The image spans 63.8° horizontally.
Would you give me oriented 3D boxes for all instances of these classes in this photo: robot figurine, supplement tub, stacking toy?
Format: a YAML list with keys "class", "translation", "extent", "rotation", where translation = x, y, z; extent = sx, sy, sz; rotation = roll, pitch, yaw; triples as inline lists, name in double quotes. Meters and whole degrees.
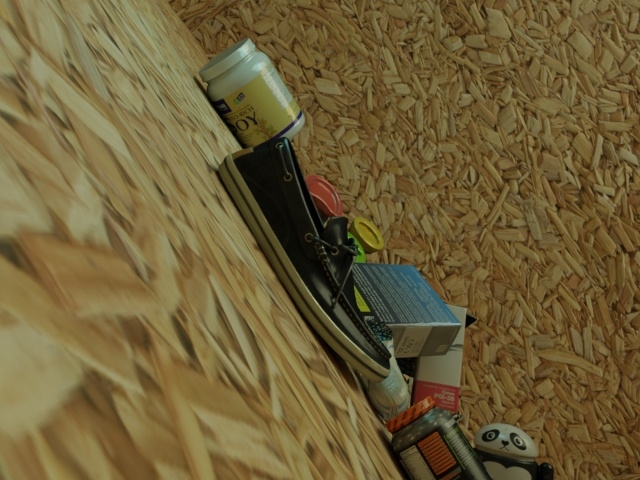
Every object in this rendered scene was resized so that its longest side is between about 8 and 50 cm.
- class: "robot figurine"
  translation: [0.487, 0.637, 1.380]
  extent: [0.209, 0.277, 0.174]
  rotation: [16, -15, -21]
- class: "supplement tub"
  translation: [-0.231, -0.481, 1.742]
  extent: [0.331, 0.241, 0.241]
  rotation: [54, 4, -28]
- class: "stacking toy"
  translation: [0.014, -0.021, 1.474]
  extent: [0.309, 0.130, 0.279]
  rotation: [45, 30, -5]
- class: "supplement tub"
  translation: [0.194, 0.359, 0.834]
  extent: [0.190, 0.117, 0.117]
  rotation: [58, 3, 20]

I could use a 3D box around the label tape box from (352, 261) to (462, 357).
- class: "label tape box"
  translation: [0.132, 0.167, 1.272]
  extent: [0.348, 0.115, 0.249]
  rotation: [2, 32, -26]

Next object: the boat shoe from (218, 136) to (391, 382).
- class: "boat shoe"
  translation: [-0.001, 0.025, 0.936]
  extent: [0.500, 0.156, 0.187]
  rotation: [58, 1, 9]

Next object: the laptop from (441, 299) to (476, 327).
- class: "laptop"
  translation: [0.294, 0.156, 1.740]
  extent: [0.382, 0.236, 0.408]
  rotation: [25, -28, 2]

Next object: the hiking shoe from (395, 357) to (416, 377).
- class: "hiking shoe"
  translation: [0.332, 0.488, 2.085]
  extent: [0.132, 0.113, 0.304]
  rotation: [11, -29, 50]

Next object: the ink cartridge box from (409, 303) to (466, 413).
- class: "ink cartridge box"
  translation: [0.326, 0.335, 1.432]
  extent: [0.207, 0.117, 0.282]
  rotation: [73, 27, -66]

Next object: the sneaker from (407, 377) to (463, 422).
- class: "sneaker"
  translation: [0.433, 0.584, 1.896]
  extent: [0.235, 0.153, 0.094]
  rotation: [60, 2, 41]

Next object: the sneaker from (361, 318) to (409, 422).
- class: "sneaker"
  translation: [0.115, 0.250, 1.019]
  extent: [0.237, 0.085, 0.086]
  rotation: [-100, -169, -54]
